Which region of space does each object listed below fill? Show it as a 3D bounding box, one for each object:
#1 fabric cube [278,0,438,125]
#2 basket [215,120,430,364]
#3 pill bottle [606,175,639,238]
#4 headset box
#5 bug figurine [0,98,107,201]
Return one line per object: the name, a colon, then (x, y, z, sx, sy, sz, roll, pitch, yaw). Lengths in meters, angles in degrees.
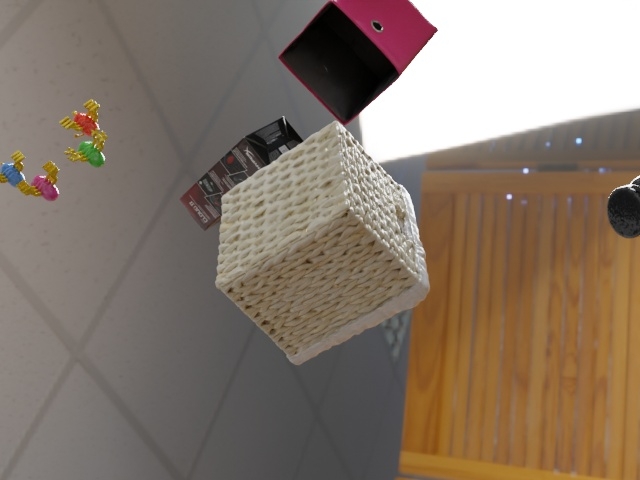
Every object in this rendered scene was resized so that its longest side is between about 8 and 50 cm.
fabric cube: (0.100, -0.508, 2.150, 0.254, 0.259, 0.258, 45, -132, -8)
basket: (0.000, 0.000, 1.646, 0.266, 0.331, 0.328, 47, -156, -33)
pill bottle: (0.633, -0.068, 1.510, 0.219, 0.123, 0.123, -12, -74, -24)
headset box: (-0.198, -0.157, 2.067, 0.110, 0.293, 0.218, 51, -147, -1)
bug figurine: (-0.559, -0.174, 1.773, 0.279, 0.216, 0.072, -38, -45, -12)
